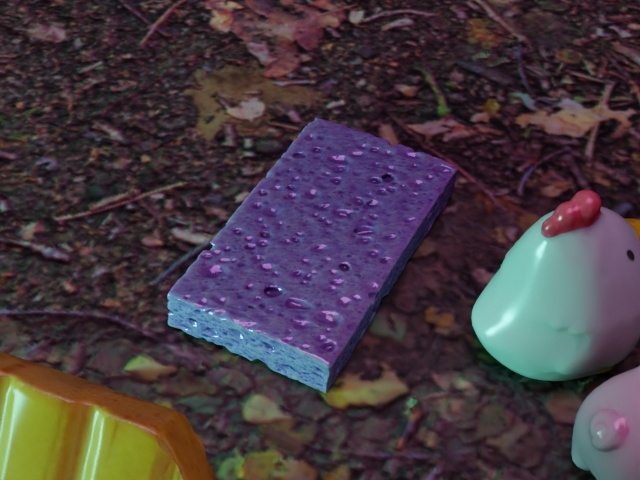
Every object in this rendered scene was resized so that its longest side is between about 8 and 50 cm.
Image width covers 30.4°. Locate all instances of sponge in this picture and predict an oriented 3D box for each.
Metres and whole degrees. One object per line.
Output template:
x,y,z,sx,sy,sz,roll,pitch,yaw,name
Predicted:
0.000,0.000,0.789,0.117,0.031,0.210,20,46,17,sponge

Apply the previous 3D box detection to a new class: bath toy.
0.213,0.096,0.630,0.151,0.129,0.348,-18,47,-19,bath toy

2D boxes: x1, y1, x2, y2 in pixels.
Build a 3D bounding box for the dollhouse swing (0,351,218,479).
-0.226,0.208,0.366,0.347,0.315,0.305,17,13,14,dollhouse swing
